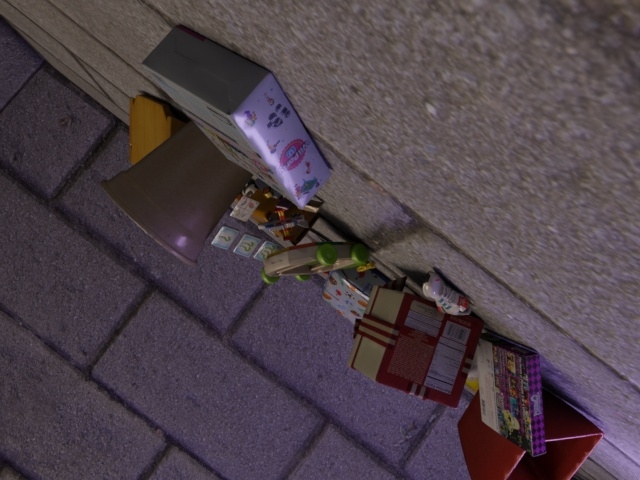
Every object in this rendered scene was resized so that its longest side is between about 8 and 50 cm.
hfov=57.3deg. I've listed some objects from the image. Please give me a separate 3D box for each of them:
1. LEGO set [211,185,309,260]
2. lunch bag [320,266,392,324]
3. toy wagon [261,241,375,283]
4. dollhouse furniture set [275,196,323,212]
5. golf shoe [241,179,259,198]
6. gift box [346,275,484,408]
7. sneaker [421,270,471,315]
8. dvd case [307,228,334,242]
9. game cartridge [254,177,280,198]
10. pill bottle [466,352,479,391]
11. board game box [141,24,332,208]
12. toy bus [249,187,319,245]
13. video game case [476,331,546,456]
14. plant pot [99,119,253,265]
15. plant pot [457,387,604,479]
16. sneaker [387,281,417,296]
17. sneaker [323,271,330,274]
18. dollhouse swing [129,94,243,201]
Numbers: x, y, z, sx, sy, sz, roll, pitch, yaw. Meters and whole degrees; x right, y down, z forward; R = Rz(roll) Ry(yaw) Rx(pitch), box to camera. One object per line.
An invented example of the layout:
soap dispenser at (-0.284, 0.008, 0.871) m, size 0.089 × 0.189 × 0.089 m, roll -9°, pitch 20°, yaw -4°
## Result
LEGO set at (-0.154, -0.030, 1.543) m, size 0.182 × 0.244 × 0.060 m, roll 22°, pitch -143°, yaw -27°
lunch bag at (0.131, 0.181, 1.920) m, size 0.243 × 0.115 × 0.303 m, roll 35°, pitch 156°, yaw 8°
toy wagon at (0.010, 0.058, 1.632) m, size 0.344 × 0.068 × 0.267 m, roll -1°, pitch 167°, yaw -42°
dollhouse furniture set at (-0.042, -0.126, 1.442) m, size 0.114 × 0.091 × 0.081 m, roll 13°, pitch 124°, yaw 16°
golf shoe at (-0.185, -0.117, 1.977) m, size 0.094 × 0.077 × 0.198 m, roll 31°, pitch 171°, yaw 46°
gift box at (0.240, 0.240, 1.461) m, size 0.255 × 0.276 × 0.258 m, roll 26°, pitch 172°, yaw -12°
sneaker at (0.277, 0.116, 1.258) m, size 0.075 × 0.057 × 0.161 m, roll 11°, pitch 156°, yaw 38°
dvd case at (0.000, 0.000, 2.044) m, size 0.221 × 0.018 × 0.164 m, roll 33°, pitch 172°, yaw 39°
game cartridge at (-0.132, -0.149, 1.561) m, size 0.083 × 0.056 × 0.017 m, roll 36°, pitch 166°, yaw 20°
pill bottle at (0.457, 0.369, 1.697) m, size 0.117 × 0.117 × 0.215 m, roll 32°, pitch 171°, yaw 43°
board game box at (-0.131, -0.203, 1.010) m, size 0.224 × 0.097 × 0.303 m, roll 35°, pitch 172°, yaw 29°
toy bus at (-0.122, -0.081, 1.754) m, size 0.130 × 0.108 × 0.333 m, roll 42°, pitch 173°, yaw -20°
video game case at (0.441, 0.352, 1.375) m, size 0.210 × 0.042 × 0.232 m, roll -165°, pitch 68°, yaw -73°
plant pot at (-0.361, -0.153, 1.590) m, size 0.334 × 0.305 × 0.334 m, roll 43°, pitch 177°, yaw 3°
plant pot at (0.526, 0.523, 1.572) m, size 0.267 × 0.267 × 0.235 m, roll 4°, pitch -148°, yaw -28°
sneaker at (0.271, 0.194, 1.720) m, size 0.212 × 0.080 × 0.094 m, roll 37°, pitch -175°, yaw -2°
sneaker at (0.108, 0.115, 2.120) m, size 0.221 × 0.087 × 0.128 m, roll 31°, pitch -167°, yaw 13°
dollhouse swing at (-0.426, -0.303, 1.941) m, size 0.305 × 0.315 × 0.347 m, roll -7°, pitch -156°, yaw -35°
